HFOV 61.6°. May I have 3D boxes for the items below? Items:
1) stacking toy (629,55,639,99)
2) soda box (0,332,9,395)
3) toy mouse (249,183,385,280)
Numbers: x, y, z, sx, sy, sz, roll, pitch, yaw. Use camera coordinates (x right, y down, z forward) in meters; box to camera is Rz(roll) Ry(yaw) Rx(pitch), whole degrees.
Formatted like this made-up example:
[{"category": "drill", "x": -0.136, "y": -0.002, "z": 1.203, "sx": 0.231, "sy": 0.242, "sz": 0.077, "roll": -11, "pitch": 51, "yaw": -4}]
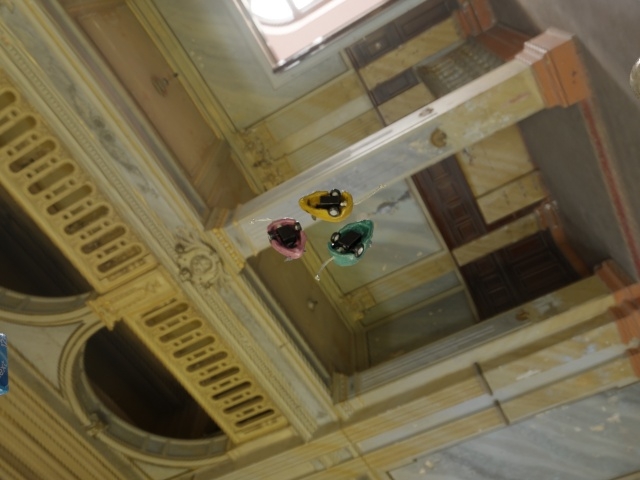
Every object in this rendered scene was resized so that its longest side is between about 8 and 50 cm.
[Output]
[{"category": "stacking toy", "x": 0.318, "y": 0.008, "z": 0.309, "sx": 0.330, "sy": 0.141, "sz": 0.141, "roll": 69, "pitch": -165, "yaw": 8}, {"category": "soda box", "x": -0.436, "y": 0.158, "z": 0.549, "sx": 0.067, "sy": 0.210, "sz": 0.071, "roll": 64, "pitch": -178, "yaw": -59}, {"category": "toy mouse", "x": 0.000, "y": 0.000, "z": 0.589, "sx": 0.143, "sy": 0.161, "sz": 0.031, "roll": -93, "pitch": -3, "yaw": -47}]
